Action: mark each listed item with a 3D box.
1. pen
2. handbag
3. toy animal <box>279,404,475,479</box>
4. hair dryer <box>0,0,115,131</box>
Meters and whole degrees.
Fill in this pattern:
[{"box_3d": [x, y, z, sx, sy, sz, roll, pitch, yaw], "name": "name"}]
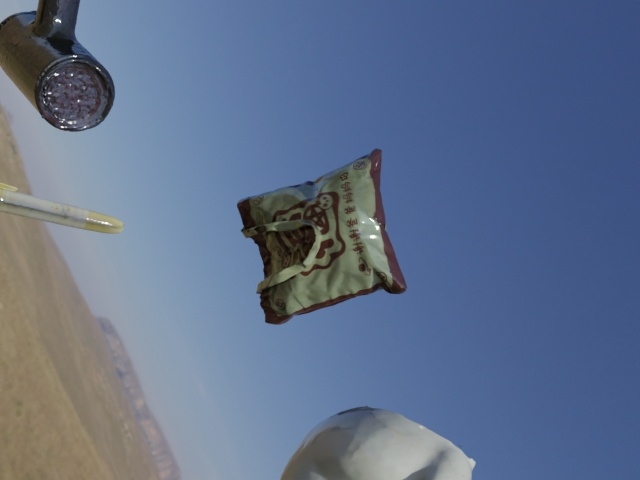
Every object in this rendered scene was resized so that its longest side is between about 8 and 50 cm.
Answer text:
[{"box_3d": [-0.383, -0.048, 0.933, 0.032, 0.233, 0.040, -18, -117, 56], "name": "pen"}, {"box_3d": [0.000, 0.000, 0.991, 0.127, 0.235, 0.213, 19, 56, -65], "name": "handbag"}, {"box_3d": [-0.011, 0.176, 0.318, 0.127, 0.193, 0.178, 56, -30, -11], "name": "toy animal"}, {"box_3d": [-0.278, -0.262, 0.735, 0.197, 0.089, 0.251, 43, -56, 44], "name": "hair dryer"}]
